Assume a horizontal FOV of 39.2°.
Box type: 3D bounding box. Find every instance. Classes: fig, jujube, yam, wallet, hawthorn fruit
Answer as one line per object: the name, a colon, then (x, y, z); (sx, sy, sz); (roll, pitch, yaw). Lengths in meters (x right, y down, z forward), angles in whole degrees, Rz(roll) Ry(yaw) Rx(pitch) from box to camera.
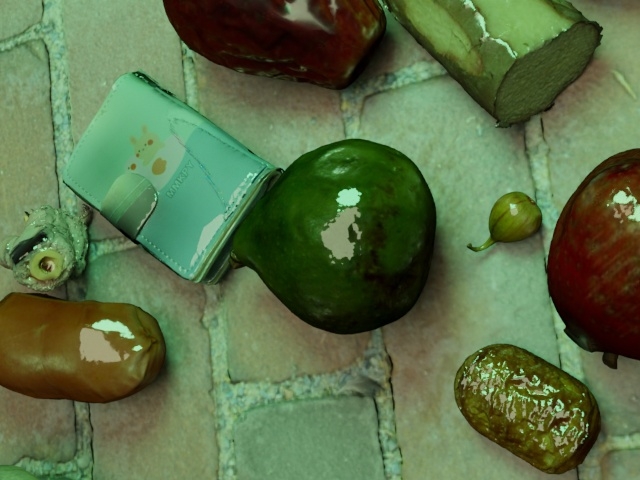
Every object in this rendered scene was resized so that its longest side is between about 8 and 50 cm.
fig: (0.185, -0.015, 0.912); (0.083, 0.050, 0.050); (-41, 69, 26)
jujube: (-0.051, -0.265, 0.989); (0.255, 0.190, 0.190); (32, 98, 7)
yam: (0.155, -0.239, 0.910); (0.238, 0.129, 0.128); (52, 141, 21)
wallet: (-0.181, -0.074, 1.072); (0.250, 0.075, 0.176); (36, 96, 25)
fig: (0.000, 0.000, 0.917); (0.244, 0.195, 0.196); (-3, 83, 21)
hawthorn fruit: (0.290, 0.026, 0.791); (0.185, 0.185, 0.202); (26, 111, 25)

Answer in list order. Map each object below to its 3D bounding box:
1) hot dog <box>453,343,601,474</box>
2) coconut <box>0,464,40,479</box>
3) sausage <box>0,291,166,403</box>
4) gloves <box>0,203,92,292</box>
hot dog: (0.199, 0.163, 0.875); (0.147, 0.065, 0.099); (27, 96, 31)
coconut: (-0.396, 0.394, 1.009); (0.237, 0.237, 0.266); (24, 52, 25)
sausage: (-0.301, 0.129, 1.077); (0.258, 0.133, 0.133); (3, 86, 22)
gloves: (-0.338, 0.015, 1.115); (0.110, 0.144, 0.094); (-38, 112, 17)
